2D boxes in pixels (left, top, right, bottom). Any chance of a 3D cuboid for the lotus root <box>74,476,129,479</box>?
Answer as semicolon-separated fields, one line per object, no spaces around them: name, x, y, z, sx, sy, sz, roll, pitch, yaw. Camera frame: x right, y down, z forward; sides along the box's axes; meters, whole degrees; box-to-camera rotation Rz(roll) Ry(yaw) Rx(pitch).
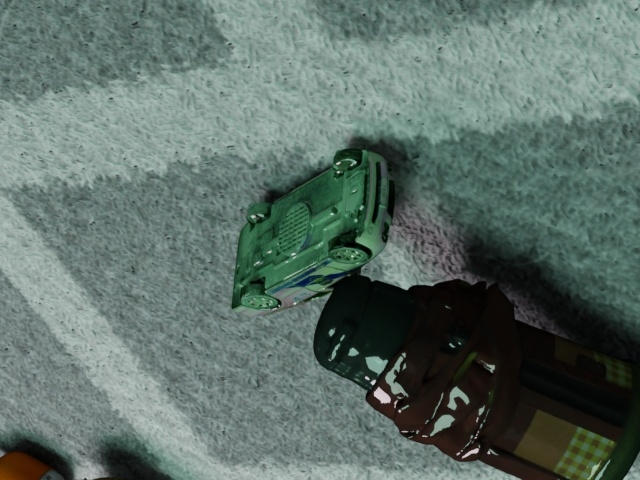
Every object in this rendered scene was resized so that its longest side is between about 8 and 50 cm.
lotus root;-0.213;0.398;2.014;0.193;0.193;0.291;0;133;38

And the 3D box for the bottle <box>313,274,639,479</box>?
bottle;0.128;0.105;1.405;0.271;0.156;0.143;24;115;-7

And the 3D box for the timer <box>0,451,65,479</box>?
timer;-0.377;0.311;2.103;0.136;0.099;0.136;13;131;15

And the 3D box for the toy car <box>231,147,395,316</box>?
toy car;0.000;0.000;1.449;0.076;0.090;0.224;20;152;-28
